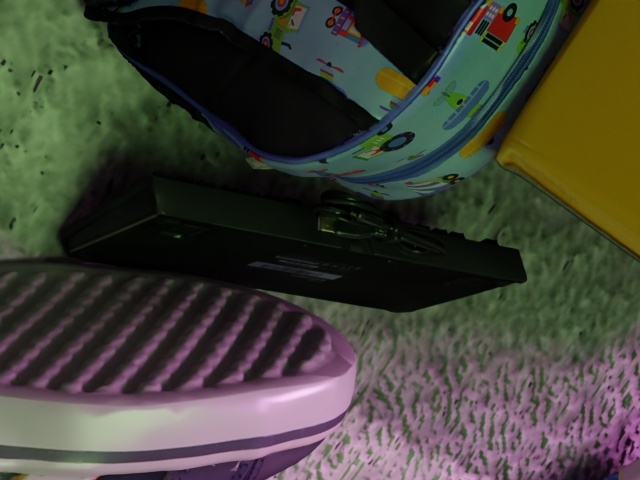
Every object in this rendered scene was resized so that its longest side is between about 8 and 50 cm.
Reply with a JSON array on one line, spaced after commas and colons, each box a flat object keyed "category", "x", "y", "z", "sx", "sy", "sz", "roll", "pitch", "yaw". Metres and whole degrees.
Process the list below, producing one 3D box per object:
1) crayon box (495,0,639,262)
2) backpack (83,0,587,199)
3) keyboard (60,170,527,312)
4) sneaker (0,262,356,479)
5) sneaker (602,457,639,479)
[{"category": "crayon box", "x": 0.238, "y": -0.105, "z": 0.637, "sx": 0.313, "sy": 0.106, "sz": 0.363, "roll": -58, "pitch": 157, "yaw": 6}, {"category": "backpack", "x": 0.024, "y": -0.087, "z": 0.567, "sx": 0.117, "sy": 0.173, "sz": 0.158, "roll": 32, "pitch": 95, "yaw": -39}, {"category": "keyboard", "x": 0.000, "y": 0.000, "z": 0.659, "sx": 0.180, "sy": 0.108, "sz": 0.023, "roll": 10, "pitch": 72, "yaw": -36}, {"category": "sneaker", "x": -0.146, "y": 0.085, "z": 0.590, "sx": 0.321, "sy": 0.126, "sz": 0.127, "roll": -2, "pitch": 112, "yaw": -21}, {"category": "sneaker", "x": 0.101, "y": 0.172, "z": 0.809, "sx": 0.240, "sy": 0.091, "sz": 0.126, "roll": -46, "pitch": 129, "yaw": -1}]
